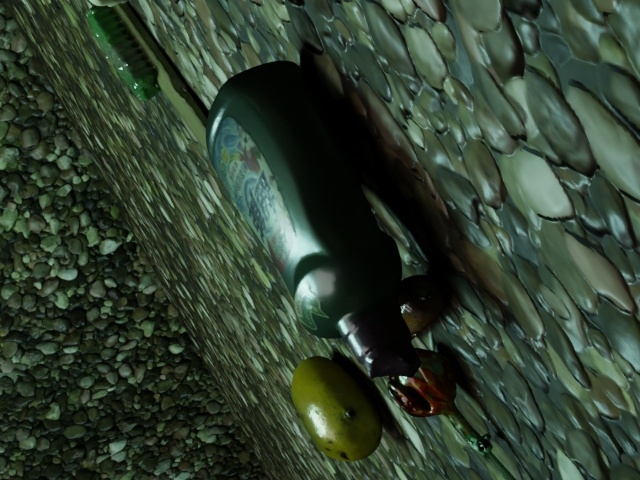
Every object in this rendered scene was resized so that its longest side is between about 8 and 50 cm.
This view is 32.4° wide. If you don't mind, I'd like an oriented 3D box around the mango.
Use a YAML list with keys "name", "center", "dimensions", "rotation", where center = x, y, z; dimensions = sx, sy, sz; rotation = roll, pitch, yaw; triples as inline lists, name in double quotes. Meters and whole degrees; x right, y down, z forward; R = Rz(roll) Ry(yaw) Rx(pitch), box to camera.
- name: "mango"
  center: [0.013, 0.174, 1.167]
  dimensions: [0.103, 0.076, 0.161]
  rotation: [56, 177, -22]

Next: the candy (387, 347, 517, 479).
- name: "candy"
  center: [0.118, 0.150, 0.800]
  dimensions: [0.185, 0.049, 0.055]
  rotation: [47, 173, 11]

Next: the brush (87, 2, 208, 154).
- name: "brush"
  center: [-0.156, -0.145, 1.123]
  dimensions: [0.282, 0.048, 0.054]
  rotation: [52, 169, 19]

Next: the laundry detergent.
- name: "laundry detergent"
  center: [0.000, 0.000, 0.725]
  dimensions: [0.222, 0.078, 0.144]
  rotation: [61, 159, 20]

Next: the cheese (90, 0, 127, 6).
- name: "cheese"
  center: [-0.265, -0.310, 0.967]
  dimensions: [0.266, 0.127, 0.233]
  rotation: [47, 167, 49]

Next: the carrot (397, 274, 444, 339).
- name: "carrot"
  center: [0.061, 0.055, 0.787]
  dimensions: [0.036, 0.035, 0.165]
  rotation: [56, 169, 10]
